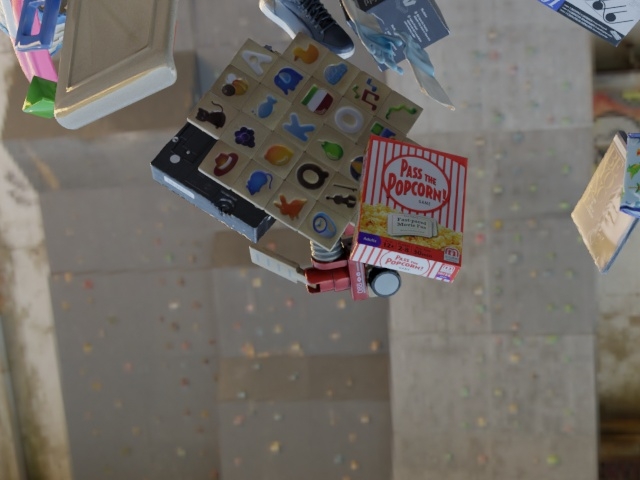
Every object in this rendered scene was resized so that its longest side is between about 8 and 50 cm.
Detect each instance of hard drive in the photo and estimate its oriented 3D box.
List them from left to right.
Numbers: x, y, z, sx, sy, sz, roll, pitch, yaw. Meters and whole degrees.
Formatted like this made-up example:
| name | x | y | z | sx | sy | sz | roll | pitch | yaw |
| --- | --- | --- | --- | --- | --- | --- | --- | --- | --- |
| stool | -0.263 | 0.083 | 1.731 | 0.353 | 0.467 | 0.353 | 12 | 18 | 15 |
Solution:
| name | x | y | z | sx | sy | sz | roll | pitch | yaw |
| --- | --- | --- | --- | --- | --- | --- | --- | --- | --- |
| hard drive | -0.110 | -0.181 | 2.168 | 0.237 | 0.064 | 0.339 | 31 | -115 | 15 |

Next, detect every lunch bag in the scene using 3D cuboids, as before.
| name | x | y | z | sx | sy | sz | roll | pitch | yaw |
| --- | --- | --- | --- | --- | --- | --- | --- | --- | --- |
| lunch bag | 0.541 | -0.092 | 1.869 | 0.096 | 0.128 | 0.151 | 6 | 175 | 42 |

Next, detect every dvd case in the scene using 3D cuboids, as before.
| name | x | y | z | sx | sy | sz | roll | pitch | yaw |
| --- | --- | --- | --- | --- | --- | --- | --- | --- | --- |
| dvd case | 0.547 | -0.071 | 2.261 | 0.018 | 0.221 | 0.164 | 4 | -137 | -20 |

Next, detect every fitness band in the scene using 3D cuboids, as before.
| name | x | y | z | sx | sy | sz | roll | pitch | yaw |
| --- | --- | --- | --- | --- | --- | --- | --- | --- | --- |
| fitness band | -0.315 | -0.307 | 1.615 | 0.209 | 0.290 | 0.054 | -33 | -137 | -29 |

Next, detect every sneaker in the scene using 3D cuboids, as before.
| name | x | y | z | sx | sy | sz | roll | pitch | yaw |
| --- | --- | --- | --- | --- | --- | --- | --- | --- | --- |
| sneaker | -0.019 | -0.456 | 2.306 | 0.226 | 0.163 | 0.086 | 37 | -124 | 13 |

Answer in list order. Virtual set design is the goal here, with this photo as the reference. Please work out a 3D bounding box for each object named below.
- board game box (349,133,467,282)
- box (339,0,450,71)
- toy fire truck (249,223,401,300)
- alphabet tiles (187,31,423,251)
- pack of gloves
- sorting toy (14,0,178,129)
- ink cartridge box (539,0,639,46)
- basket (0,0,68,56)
| name | x | y | z | sx | sy | sz | roll | pitch | yaw |
| --- | --- | --- | --- | --- | --- | --- | --- | --- | --- |
| board game box | 0.125 | -0.046 | 1.672 | 0.147 | 0.045 | 0.193 | 13 | -125 | -7 |
| box | 0.143 | -0.438 | 2.338 | 0.158 | 0.156 | 0.093 | -27 | -133 | 14 |
| toy fire truck | 0.000 | 0.000 | 2.129 | 0.246 | 0.217 | 0.158 | -12 | -151 | -5 |
| alphabet tiles | -0.010 | -0.152 | 1.800 | 0.343 | 0.285 | 0.011 | 32 | 157 | 2 |
| pack of gloves | 0.145 | -0.345 | 2.117 | 0.195 | 0.046 | 0.232 | 25 | -152 | -30 |
| sorting toy | -0.178 | -0.214 | 1.128 | 0.047 | 0.196 | 0.348 | 14 | 159 | -42 |
| ink cartridge box | 0.409 | -0.398 | 1.896 | 0.207 | 0.097 | 0.046 | 30 | -131 | -6 |
| basket | -0.429 | -0.463 | 1.998 | 0.201 | 0.289 | 0.255 | 35 | -126 | 11 |
